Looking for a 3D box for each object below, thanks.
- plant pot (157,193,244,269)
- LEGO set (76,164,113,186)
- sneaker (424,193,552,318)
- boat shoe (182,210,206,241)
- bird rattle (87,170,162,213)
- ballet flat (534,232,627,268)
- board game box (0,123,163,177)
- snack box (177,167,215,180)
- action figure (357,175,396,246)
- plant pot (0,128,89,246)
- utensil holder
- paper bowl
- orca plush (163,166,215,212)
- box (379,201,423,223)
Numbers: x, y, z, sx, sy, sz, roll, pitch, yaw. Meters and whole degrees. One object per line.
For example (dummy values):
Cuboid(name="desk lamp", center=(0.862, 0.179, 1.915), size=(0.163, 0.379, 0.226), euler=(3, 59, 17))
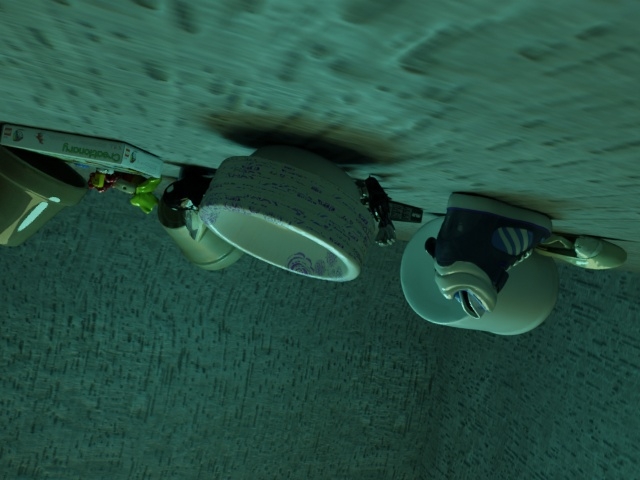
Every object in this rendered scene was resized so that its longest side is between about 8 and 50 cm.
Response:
Cuboid(name="plant pot", center=(-0.458, -0.078, 1.918), size=(0.322, 0.324, 0.280), euler=(10, 165, 25))
Cuboid(name="LEGO set", center=(-0.679, -0.210, 1.480), size=(0.227, 0.093, 0.087), euler=(10, 180, 16))
Cuboid(name="sneaker", center=(0.356, 0.045, 1.056), size=(0.322, 0.237, 0.130), euler=(11, 179, -38))
Cuboid(name="boat shoe", center=(-0.404, -0.080, 1.653), size=(0.092, 0.103, 0.285), euler=(29, 157, -5))
Cuboid(name="bird rattle", center=(-0.703, -0.201, 1.840), size=(0.253, 0.143, 0.207), euler=(13, -164, -7))
Cuboid(name="ballet flat", center=(0.670, 0.018, 1.342), size=(0.086, 0.086, 0.248), euler=(10, 180, -39))
Cuboid(name="board game box", center=(-0.564, -0.212, 1.219), size=(0.304, 0.053, 0.193), euler=(10, 179, 8))
Cuboid(name="snack box", center=(-0.241, -0.148, 1.496), size=(0.321, 0.060, 0.187), euler=(10, 180, -2))
Cuboid(name="action figure", center=(0.078, -0.057, 1.074), size=(0.163, 0.141, 0.275), euler=(-1, 177, 5))
Cuboid(name="plant pot", center=(-0.771, -0.117, 1.279), size=(0.263, 0.229, 0.263), euler=(37, -178, -1))
Cuboid(name="utensil holder", center=(0.471, 0.107, 1.506), size=(0.385, 0.328, 0.327), euler=(14, 177, -42))
Cuboid(name="paper bowl", center=(-0.046, -0.051, 0.848), size=(0.284, 0.148, 0.284), euler=(20, 162, 7))
Cuboid(name="orca plush", center=(-0.295, -0.103, 1.349), size=(0.286, 0.151, 0.102), euler=(10, -142, 2))
Cuboid(name="box", center=(0.156, -0.086, 1.414), size=(0.190, 0.045, 0.184), euler=(10, -178, -34))
